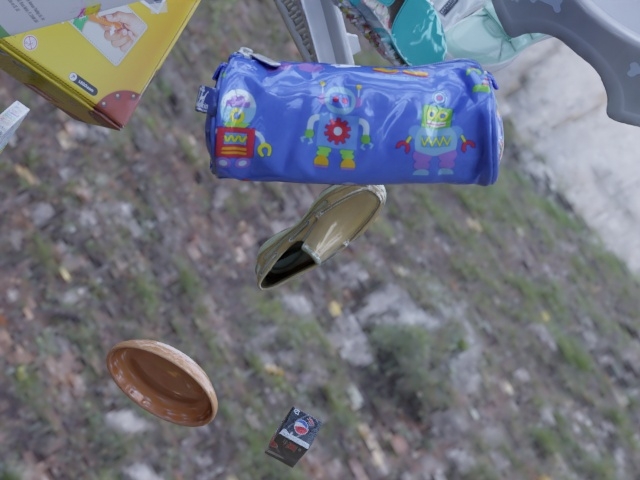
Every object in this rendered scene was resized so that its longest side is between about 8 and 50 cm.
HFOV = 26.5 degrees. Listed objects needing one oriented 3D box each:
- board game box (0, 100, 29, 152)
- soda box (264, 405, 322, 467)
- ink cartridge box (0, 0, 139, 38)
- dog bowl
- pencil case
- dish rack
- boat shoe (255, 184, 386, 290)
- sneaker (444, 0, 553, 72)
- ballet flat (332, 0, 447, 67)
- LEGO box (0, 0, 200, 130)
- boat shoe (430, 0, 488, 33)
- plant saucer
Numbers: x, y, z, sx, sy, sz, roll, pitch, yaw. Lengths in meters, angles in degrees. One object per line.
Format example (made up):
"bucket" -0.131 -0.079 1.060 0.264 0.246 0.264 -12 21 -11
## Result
"board game box" -0.509 -0.154 2.120 0.026 0.103 0.154 35 17 -9
"soda box" -0.046 0.328 2.257 0.060 0.053 0.169 29 -23 1
"ink cartridge box" -0.224 -0.273 1.131 0.201 0.278 0.117 69 6 -78
"dog bowl" 0.362 -0.293 1.501 0.348 0.349 0.102 62 -28 19
"pencil case" 0.031 -0.122 1.356 0.119 0.306 0.133 -95 -173 -74
"dish rack" -0.035 -0.346 1.605 0.333 0.072 0.285 72 -7 -64
"boat shoe" 0.000 0.000 1.553 0.068 0.190 0.072 41 29 -16
"sneaker" 0.266 -0.320 1.793 0.094 0.256 0.151 53 -23 27
"ballet flat" 0.057 -0.254 1.421 0.077 0.091 0.241 24 -11 37
"LEGO box" -0.420 -0.453 1.999 0.500 0.372 0.193 36 -11 -33
"boat shoe" 0.210 -0.382 2.200 0.078 0.219 0.070 48 -17 -3
"plant saucer" -0.250 0.224 2.189 0.200 0.200 0.037 55 48 -31
